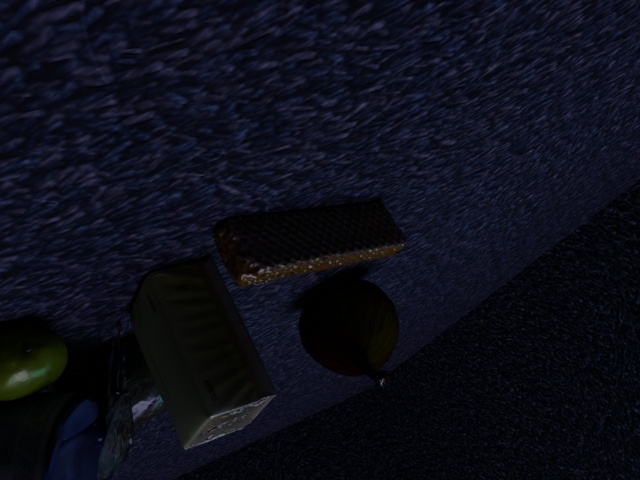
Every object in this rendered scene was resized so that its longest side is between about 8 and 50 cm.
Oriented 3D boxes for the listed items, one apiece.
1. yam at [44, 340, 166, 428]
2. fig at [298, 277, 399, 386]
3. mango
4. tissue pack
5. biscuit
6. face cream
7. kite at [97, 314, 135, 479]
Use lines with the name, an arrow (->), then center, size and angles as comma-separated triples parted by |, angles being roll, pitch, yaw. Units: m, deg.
yam -> -0.337, 0.256, 1.267 | 0.255, 0.153, 0.154 | -24, 163, -21
fig -> 0.076, 0.205, 1.519 | 0.217, 0.216, 0.321 | -28, -161, -1
mango -> -0.405, 0.165, 1.015 | 0.117, 0.089, 0.163 | -35, 175, -3
tissue pack -> -0.181, 0.166, 1.094 | 0.125, 0.234, 0.159 | -15, 158, -33
biscuit -> 0.000, 0.000, 1.137 | 0.379, 0.094, 0.054 | -8, 154, -46
face cream -> -0.442, 0.345, 1.066 | 0.225, 0.248, 0.249 | -2, 164, 7
kite -> -0.310, 0.240, 1.135 | 0.015, 0.245, 0.141 | 2, -172, 5
